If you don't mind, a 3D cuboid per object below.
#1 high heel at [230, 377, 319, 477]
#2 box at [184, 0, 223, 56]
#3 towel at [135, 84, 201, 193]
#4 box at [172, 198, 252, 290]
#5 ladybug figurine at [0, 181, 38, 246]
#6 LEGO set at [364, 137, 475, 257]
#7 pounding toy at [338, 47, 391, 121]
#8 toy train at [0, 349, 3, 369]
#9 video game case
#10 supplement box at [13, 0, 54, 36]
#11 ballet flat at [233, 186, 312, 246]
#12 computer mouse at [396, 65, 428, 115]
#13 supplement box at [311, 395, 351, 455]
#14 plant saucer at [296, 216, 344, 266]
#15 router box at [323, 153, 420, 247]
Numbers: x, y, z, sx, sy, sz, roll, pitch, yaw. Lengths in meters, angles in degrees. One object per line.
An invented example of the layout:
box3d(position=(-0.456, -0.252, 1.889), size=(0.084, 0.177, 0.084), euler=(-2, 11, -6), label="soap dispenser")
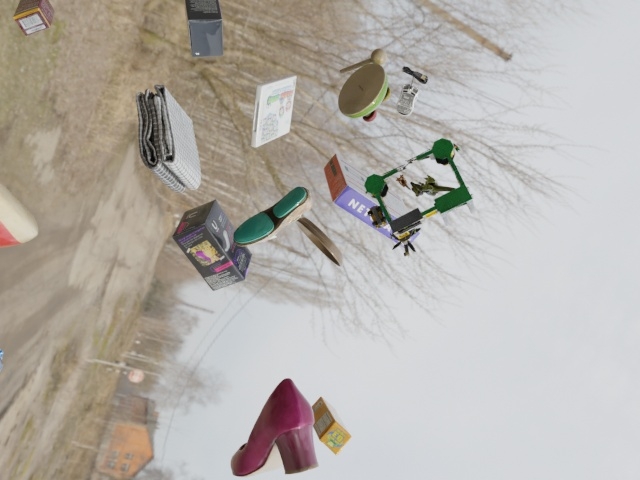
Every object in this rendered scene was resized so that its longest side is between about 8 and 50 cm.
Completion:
box3d(position=(-0.119, 0.427, 1.183), size=(0.377, 0.127, 0.182), euler=(-34, -115, 48), label="high heel")
box3d(position=(-0.384, -0.730, 1.709), size=(0.153, 0.108, 0.207), euler=(110, -30, -63), label="box")
box3d(position=(-0.485, -0.313, 1.653), size=(0.235, 0.121, 0.284), euler=(61, 14, -73), label="towel")
box3d(position=(-0.380, 0.020, 1.874), size=(0.143, 0.270, 0.165), euler=(-19, -148, 17), label="box")
box3d(position=(-0.915, -0.112, 1.368), size=(0.162, 0.305, 0.449), euler=(-46, 161, -20), label="ladybug figurine")
box3d(position=(0.305, -0.130, 1.562), size=(0.331, 0.192, 0.255), euler=(-34, -110, 10), label="LEGO set")
box3d(position=(0.157, -0.467, 1.650), size=(0.182, 0.110, 0.237), euler=(-22, -127, 35), label="pounding toy")
box3d(position=(-0.997, 0.311, 1.539), size=(0.105, 0.080, 0.184), euler=(-153, -132, -64), label="toy train")
box3d(position=(-0.108, -0.305, 1.225), size=(0.157, 0.019, 0.143), euler=(-42, 148, -54), label="video game case")
box3d(position=(-1.118, -0.886, 2.048), size=(0.081, 0.104, 0.188), euler=(72, -2, -45), label="supplement box")
box3d(position=(-0.156, -0.065, 1.833), size=(0.315, 0.106, 0.108), euler=(-32, -118, 4), label="ballet flat")
box3d(position=(0.340, -0.568, 2.006), size=(0.193, 0.105, 0.042), euler=(105, 10, -48), label="computer mouse")
box3d(position=(0.023, 0.563, 1.605), size=(0.080, 0.078, 0.233), euler=(-46, -171, -4), label="supplement box")
box3d(position=(0.000, 0.000, 2.148), size=(0.041, 0.278, 0.278), euler=(-45, -165, -6), label="plant saucer")
box3d(position=(0.179, -0.148, 1.903), size=(0.082, 0.335, 0.301), euler=(-51, -158, 20), label="router box")
